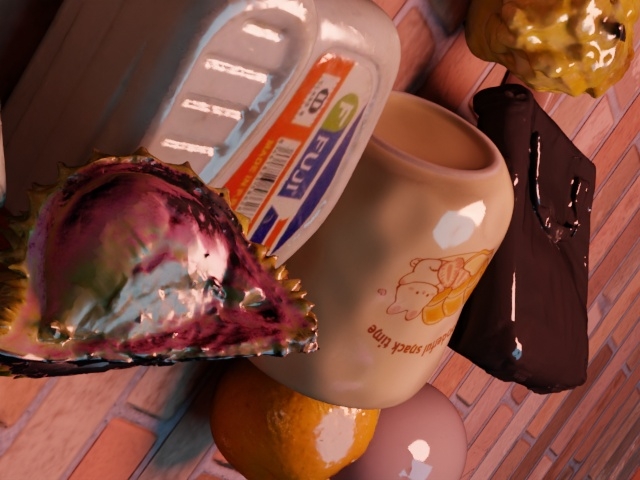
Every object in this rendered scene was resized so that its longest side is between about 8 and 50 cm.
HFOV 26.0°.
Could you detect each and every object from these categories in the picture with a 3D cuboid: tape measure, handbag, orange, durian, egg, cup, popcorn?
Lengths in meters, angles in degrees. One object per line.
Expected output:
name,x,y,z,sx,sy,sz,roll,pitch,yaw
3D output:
tape measure,-0.084,-0.066,0.808,0.243,0.125,0.246,-56,152,16
handbag,0.179,0.007,1.218,0.275,0.088,0.244,24,71,-63
orange,-0.017,0.144,1.152,0.156,0.134,0.156,-12,164,-3
durian,-0.094,0.011,0.693,0.186,0.119,0.108,-1,83,-30
egg,0.074,0.208,1.394,0.146,0.146,0.198,-57,162,4
cup,0.000,-0.009,1.038,0.173,0.255,0.202,-99,-152,-60
popcorn,0.194,-0.193,1.117,0.173,0.142,0.173,23,90,-82

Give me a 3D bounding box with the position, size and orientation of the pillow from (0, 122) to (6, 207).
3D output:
pillow,-0.242,-0.060,0.518,0.283,0.138,0.310,-34,150,-38

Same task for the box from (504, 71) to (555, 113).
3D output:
box,0.185,-0.110,1.319,0.025,0.048,0.115,-28,144,-56
